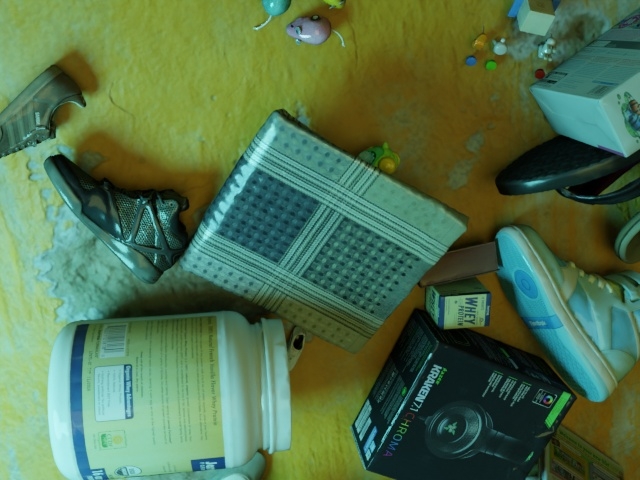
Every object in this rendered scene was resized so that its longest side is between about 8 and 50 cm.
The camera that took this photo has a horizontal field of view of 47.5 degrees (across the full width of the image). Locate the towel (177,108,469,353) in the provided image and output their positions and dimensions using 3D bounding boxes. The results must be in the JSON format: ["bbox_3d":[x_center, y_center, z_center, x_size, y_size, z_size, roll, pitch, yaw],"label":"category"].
[{"bbox_3d":[0.000,0.000,1.052,0.324,0.056,0.312,29,122,-12],"label":"towel"}]

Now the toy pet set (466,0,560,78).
[{"bbox_3d":[0.285,-0.306,1.051,0.122,0.065,0.114,9,141,-9],"label":"toy pet set"}]

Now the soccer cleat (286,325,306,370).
[{"bbox_3d":[-0.043,0.175,1.160,0.029,0.035,0.083,18,104,-14],"label":"soccer cleat"}]

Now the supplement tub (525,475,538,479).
[{"bbox_3d":[0.422,0.530,1.293,0.200,0.144,0.144,41,98,-19],"label":"supplement tub"}]

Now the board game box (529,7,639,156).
[{"bbox_3d":[0.474,-0.254,0.998,0.303,0.224,0.097,-36,109,4],"label":"board game box"}]

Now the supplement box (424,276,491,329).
[{"bbox_3d":[0.216,0.096,1.149,0.083,0.083,0.056,-4,108,-8],"label":"supplement box"}]

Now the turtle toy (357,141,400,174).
[{"bbox_3d":[0.069,-0.085,1.069,0.066,0.095,0.130,22,105,5],"label":"turtle toy"}]

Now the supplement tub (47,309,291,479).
[{"bbox_3d":[-0.207,0.218,1.047,0.316,0.228,0.228,-3,109,-8],"label":"supplement tub"}]

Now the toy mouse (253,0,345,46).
[{"bbox_3d":[-0.030,-0.306,0.980,0.143,0.031,0.161,-17,139,18],"label":"toy mouse"}]

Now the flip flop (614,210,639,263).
[{"bbox_3d":[0.538,-0.036,1.086,0.112,0.080,0.277,-24,157,-26],"label":"flip flop"}]

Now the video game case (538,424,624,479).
[{"bbox_3d":[0.453,0.434,1.253,0.212,0.193,0.023,35,134,-18],"label":"video game case"}]

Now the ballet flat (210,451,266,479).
[{"bbox_3d":[-0.172,0.438,1.211,0.213,0.068,0.072,-39,110,5],"label":"ballet flat"}]

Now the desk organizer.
[{"bbox_3d":[0.211,0.032,1.147,0.130,0.047,0.050,-12,107,-5],"label":"desk organizer"}]

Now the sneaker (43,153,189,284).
[{"bbox_3d":[-0.273,-0.057,1.024,0.130,0.087,0.227,-43,108,0],"label":"sneaker"}]

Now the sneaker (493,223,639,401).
[{"bbox_3d":[0.425,0.074,1.167,0.208,0.127,0.319,-34,100,-14],"label":"sneaker"}]

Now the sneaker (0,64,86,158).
[{"bbox_3d":[-0.400,-0.149,0.980,0.188,0.066,0.071,-43,110,7],"label":"sneaker"}]

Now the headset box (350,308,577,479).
[{"bbox_3d":[0.235,0.284,1.190,0.283,0.131,0.246,23,104,-16],"label":"headset box"}]

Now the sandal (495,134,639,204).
[{"bbox_3d":[0.481,-0.130,1.069,0.446,0.167,0.107,-20,106,-3],"label":"sandal"}]
